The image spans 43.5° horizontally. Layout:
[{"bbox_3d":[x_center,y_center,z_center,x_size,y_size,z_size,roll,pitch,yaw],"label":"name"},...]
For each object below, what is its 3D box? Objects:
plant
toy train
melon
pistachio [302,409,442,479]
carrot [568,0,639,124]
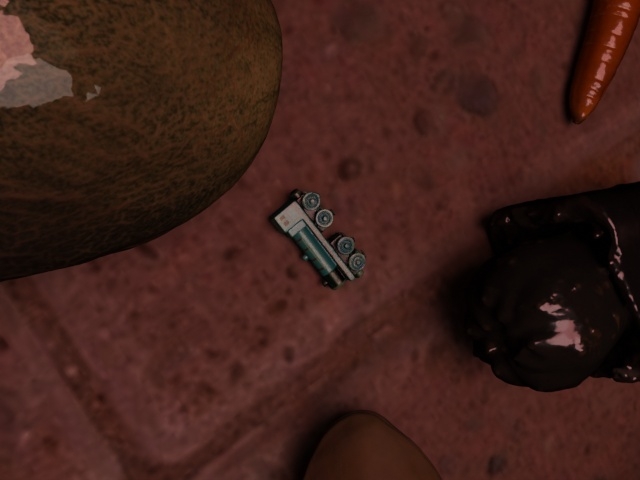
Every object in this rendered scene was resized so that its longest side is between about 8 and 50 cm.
[{"bbox_3d":[0.228,0.033,0.686,0.256,0.142,0.164,-24,99,-32],"label":"plant"},{"bbox_3d":[0.000,0.000,0.652,0.045,0.029,0.092,-40,105,-10],"label":"toy train"},{"bbox_3d":[-0.180,-0.098,0.464,0.329,0.249,0.248,-11,94,-29],"label":"melon"},{"bbox_3d":[0.045,0.243,0.620,0.136,0.136,0.225,-6,86,-22],"label":"pistachio"},{"bbox_3d":[0.281,-0.241,0.755,0.066,0.062,0.271,4,92,-55],"label":"carrot"}]
